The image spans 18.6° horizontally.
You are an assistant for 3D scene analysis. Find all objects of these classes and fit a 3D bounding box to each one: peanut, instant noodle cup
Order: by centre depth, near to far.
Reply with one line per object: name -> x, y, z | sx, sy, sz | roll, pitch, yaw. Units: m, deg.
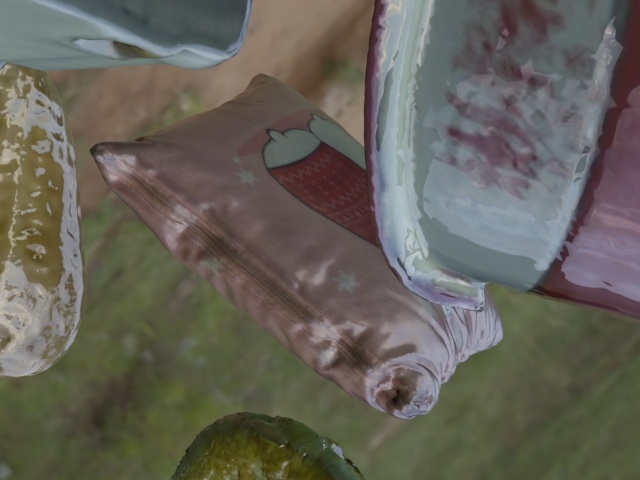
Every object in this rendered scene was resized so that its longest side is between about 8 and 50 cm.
instant noodle cup -> 0.140, -0.065, 0.484 | 0.235, 0.178, 0.235 | -52, 155, -37
peanut -> -0.202, -0.025, 1.217 | 0.108, 0.226, 0.095 | -3, -177, -15

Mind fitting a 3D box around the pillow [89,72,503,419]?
pillow -> 0.000, 0.000, 1.089 | 0.084, 0.223, 0.236 | -48, 173, 20

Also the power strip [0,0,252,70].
power strip -> -0.118, -0.093, 0.542 | 0.251, 0.257, 0.092 | 27, 72, -44

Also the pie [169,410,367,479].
pie -> -0.012, 0.263, 1.353 | 0.070, 0.323, 0.323 | -15, 154, -43
